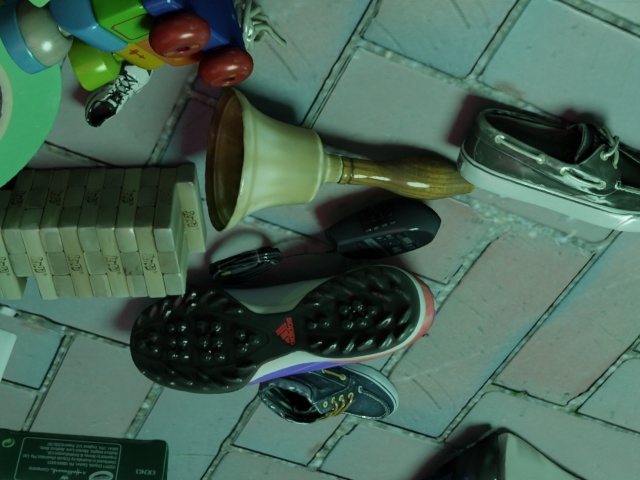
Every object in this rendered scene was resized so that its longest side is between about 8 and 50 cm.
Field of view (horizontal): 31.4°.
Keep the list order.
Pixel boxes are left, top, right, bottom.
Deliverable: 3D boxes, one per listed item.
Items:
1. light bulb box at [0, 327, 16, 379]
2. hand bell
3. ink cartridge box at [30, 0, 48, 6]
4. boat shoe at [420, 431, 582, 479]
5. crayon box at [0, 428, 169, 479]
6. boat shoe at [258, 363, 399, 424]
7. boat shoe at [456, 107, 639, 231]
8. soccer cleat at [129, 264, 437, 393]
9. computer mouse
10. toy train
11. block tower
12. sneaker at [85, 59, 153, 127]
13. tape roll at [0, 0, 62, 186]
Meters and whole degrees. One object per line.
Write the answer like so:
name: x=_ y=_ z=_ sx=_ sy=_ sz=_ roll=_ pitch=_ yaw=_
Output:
light bulb box: x=-0.464 y=0.236 z=1.010 sx=0.225 sy=0.361 sz=0.358 roll=23 pitch=158 yaw=-19
hand bell: x=0.029 y=-0.063 z=1.023 sx=0.242 sy=0.126 sz=0.126 roll=3 pitch=132 yaw=-19
ink cartridge box: x=-0.119 y=-0.313 z=0.718 sx=0.278 sy=0.201 sz=0.117 roll=-35 pitch=124 yaw=26
boat shoe: x=0.261 y=0.362 z=1.380 sx=0.340 sy=0.127 sz=0.158 roll=40 pitch=127 yaw=-21
crayon box: x=-0.295 y=0.371 z=1.396 sx=0.203 sy=0.083 sz=0.322 roll=5 pitch=131 yaw=-5
boat shoe: x=0.007 y=0.169 z=1.220 sx=0.183 sy=0.083 sz=0.065 roll=28 pitch=126 yaw=-23
boat shoe: x=0.236 y=-0.066 z=1.021 sx=0.219 sy=0.077 sz=0.070 roll=12 pitch=131 yaw=-8
soccer cleat: x=-0.037 y=0.092 z=1.145 sx=0.318 sy=0.108 sz=0.116 roll=-12 pitch=169 yaw=19
computer mouse: x=0.000 y=0.000 z=1.108 sx=0.242 sy=0.041 sz=0.071 roll=-12 pitch=159 yaw=16
toy train: x=-0.127 y=-0.154 z=0.875 sx=0.143 sy=0.105 sz=0.248 roll=-17 pitch=170 yaw=14
block tower: x=-0.280 y=-0.005 z=1.060 sx=0.336 sy=0.097 sz=0.091 roll=-3 pitch=132 yaw=1
sneaker: x=-0.174 y=-0.128 z=0.990 sx=0.032 sy=0.037 sz=0.083 roll=34 pitch=121 yaw=-24
tape roll: x=-0.365 y=-0.114 z=0.875 sx=0.321 sy=0.077 sz=0.321 roll=-20 pitch=154 yaw=-11
